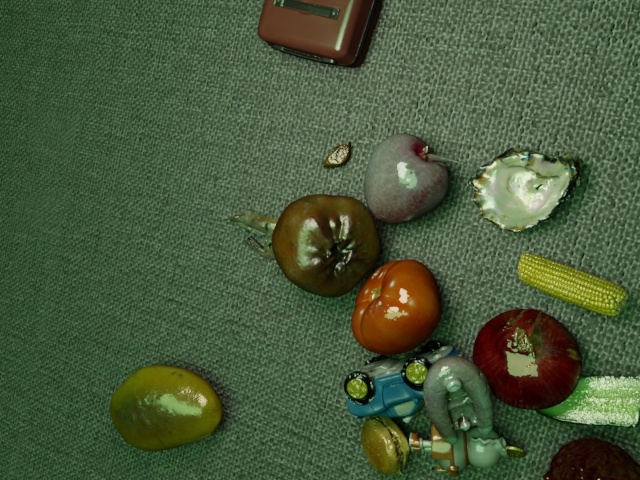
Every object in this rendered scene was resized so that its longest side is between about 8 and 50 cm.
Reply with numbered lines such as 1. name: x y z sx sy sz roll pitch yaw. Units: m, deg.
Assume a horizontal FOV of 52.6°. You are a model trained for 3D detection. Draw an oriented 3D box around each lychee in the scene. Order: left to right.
1. lychee: 0.595 0.559 1.389 0.260 0.260 0.261 0 89 25

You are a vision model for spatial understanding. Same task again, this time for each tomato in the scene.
1. tomato: 0.192 0.174 1.606 0.180 0.260 0.260 33 105 -12

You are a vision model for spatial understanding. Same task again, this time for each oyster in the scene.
1. oyster: 0.491 -0.134 1.542 0.259 0.092 0.198 -32 76 31

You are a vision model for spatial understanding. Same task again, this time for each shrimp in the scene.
1. shrimp: -0.180 -0.017 1.876 0.223 0.047 0.126 18 107 23

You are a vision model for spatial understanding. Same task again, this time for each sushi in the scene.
1. sushi: 0.048 -0.227 1.770 0.099 0.047 0.050 -32 88 4

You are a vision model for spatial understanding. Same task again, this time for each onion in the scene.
1. onion: 0.471 0.272 1.497 0.248 0.161 0.248 -3 84 34

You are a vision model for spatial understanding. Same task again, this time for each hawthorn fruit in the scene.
1. hawthorn fruit: 0.000 0.000 1.675 0.267 0.301 0.268 -3 99 -19

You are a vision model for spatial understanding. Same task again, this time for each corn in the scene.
1. corn: 0.577 0.102 1.499 0.248 0.081 0.081 22 99 23

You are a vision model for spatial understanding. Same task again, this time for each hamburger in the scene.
1. hamburger: 0.164 0.526 1.660 0.147 0.083 0.138 50 148 41

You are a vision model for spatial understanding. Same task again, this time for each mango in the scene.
1. mango: -0.455 0.499 1.919 0.365 0.182 0.253 -1 88 26

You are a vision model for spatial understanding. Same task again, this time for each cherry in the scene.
1. cherry: 0.214 -0.155 1.613 0.266 0.183 0.213 -44 62 22

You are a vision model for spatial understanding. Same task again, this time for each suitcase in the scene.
1. suitcase: -0.005 -0.599 1.734 0.297 0.161 0.236 21 99 23

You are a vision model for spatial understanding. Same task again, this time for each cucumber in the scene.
1. cucumber: 0.611 0.369 1.486 0.244 0.063 0.115 -4 63 30

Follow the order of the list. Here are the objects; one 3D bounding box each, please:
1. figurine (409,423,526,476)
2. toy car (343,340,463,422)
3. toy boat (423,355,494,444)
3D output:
1. figurine: 0.351 0.506 1.571 0.271 0.143 0.143 12 95 26
2. toy car: 0.212 0.359 1.609 0.314 0.198 0.166 -21 90 23
3. toy boat: 0.314 0.367 1.460 0.155 0.085 0.227 -15 111 8
